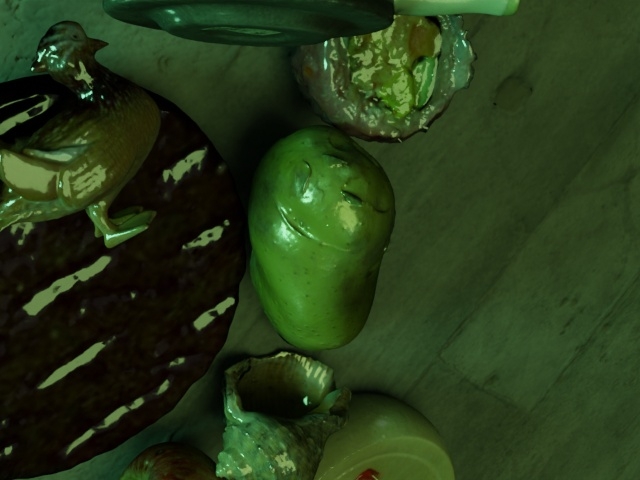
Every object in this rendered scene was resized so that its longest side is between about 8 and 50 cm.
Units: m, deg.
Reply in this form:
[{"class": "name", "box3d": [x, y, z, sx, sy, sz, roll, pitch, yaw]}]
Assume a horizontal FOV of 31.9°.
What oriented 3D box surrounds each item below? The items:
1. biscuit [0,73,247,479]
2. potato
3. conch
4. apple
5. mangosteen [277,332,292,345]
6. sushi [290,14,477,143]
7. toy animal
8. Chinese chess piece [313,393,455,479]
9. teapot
[{"class": "biscuit", "box3d": [-0.259, 0.036, 1.053, 0.407, 0.091, 0.407, -15, 122, -27]}, {"class": "potato", "box3d": [0.000, 0.000, 1.103, 0.143, 0.169, 0.248, 4, 128, 4]}, {"class": "conch", "box3d": [-0.043, 0.197, 1.249, 0.207, 0.130, 0.155, -30, 105, -34]}, {"class": "apple", "box3d": [-0.160, 0.295, 1.226, 0.146, 0.146, 0.131, -46, 118, -1]}, {"class": "mangosteen", "box3d": [-0.016, 0.080, 1.240, 0.081, 0.081, 0.081, -15, 123, -24]}, {"class": "sushi", "box3d": [0.037, -0.204, 1.085, 0.161, 0.107, 0.241, -40, 122, -6]}, {"class": "toy animal", "box3d": [-0.218, -0.073, 0.917, 0.188, 0.089, 0.179, -32, 112, -17]}, {"class": "Chinese chess piece", "box3d": [0.042, 0.318, 1.392, 0.273, 0.102, 0.273, -15, 124, -24]}, {"class": "teapot", "box3d": [-0.018, -0.282, 0.893, 0.239, 0.321, 0.239, -5, 99, -61]}]
